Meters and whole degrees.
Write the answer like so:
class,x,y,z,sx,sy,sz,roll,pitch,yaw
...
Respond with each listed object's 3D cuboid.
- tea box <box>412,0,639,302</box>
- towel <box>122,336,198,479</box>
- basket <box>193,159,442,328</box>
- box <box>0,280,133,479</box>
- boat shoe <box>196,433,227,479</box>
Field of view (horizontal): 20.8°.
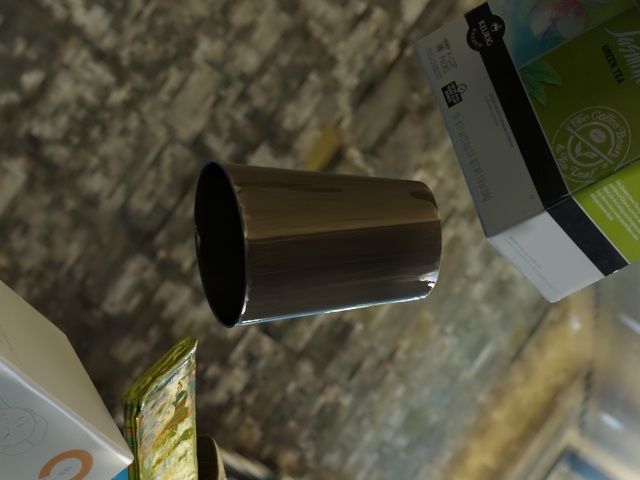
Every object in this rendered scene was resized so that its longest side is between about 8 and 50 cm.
class,x,y,z,sx,sy,sz,roll,pitch,yaw
tea box,0.338,-0.158,2.196,0.220,0.323,0.329,41,-156,-52
towel,-0.143,0.206,1.634,0.021,0.102,0.237,22,131,25
basket,0.000,0.000,1.835,0.226,0.154,0.204,-1,-144,-20
box,-0.347,0.123,1.431,0.168,0.215,0.345,55,-177,37
boat shoe,-0.115,0.266,1.776,0.050,0.135,0.045,-12,155,20
